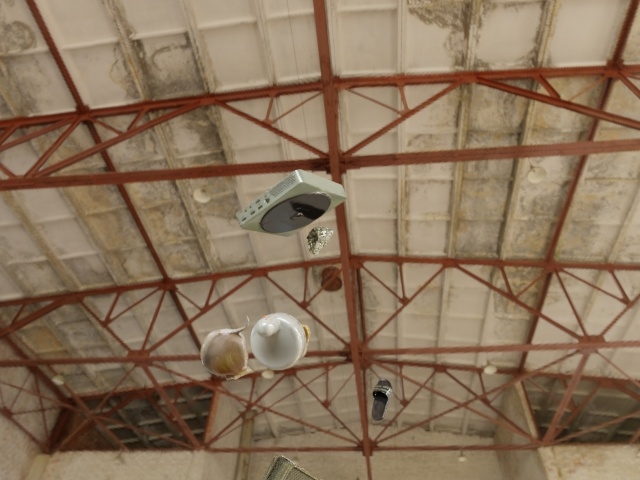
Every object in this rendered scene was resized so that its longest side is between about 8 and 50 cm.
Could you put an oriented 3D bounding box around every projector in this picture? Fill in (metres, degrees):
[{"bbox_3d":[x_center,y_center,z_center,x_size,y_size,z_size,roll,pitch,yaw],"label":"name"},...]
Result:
[{"bbox_3d":[-0.085,-0.110,1.435,0.257,0.079,0.259,-33,-21,25],"label":"projector"}]

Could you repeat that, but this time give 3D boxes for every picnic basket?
[{"bbox_3d":[-0.086,0.925,1.738,0.267,0.165,0.139,40,-22,-19],"label":"picnic basket"}]

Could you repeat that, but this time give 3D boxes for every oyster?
[{"bbox_3d":[0.000,0.000,1.522,0.037,0.100,0.098,1,-13,45],"label":"oyster"}]

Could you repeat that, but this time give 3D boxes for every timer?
[{"bbox_3d":[-0.180,0.410,1.922,0.234,0.240,0.233,0,-89,19],"label":"timer"}]

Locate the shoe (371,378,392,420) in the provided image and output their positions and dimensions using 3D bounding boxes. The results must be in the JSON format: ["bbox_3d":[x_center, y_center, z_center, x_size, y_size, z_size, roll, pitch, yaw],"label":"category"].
[{"bbox_3d":[0.230,0.601,1.819,0.071,0.179,0.049,-13,-56,30],"label":"shoe"}]

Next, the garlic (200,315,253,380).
[{"bbox_3d":[-0.304,0.331,1.487,0.149,0.128,0.266,-20,-39,-28],"label":"garlic"}]

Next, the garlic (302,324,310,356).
[{"bbox_3d":[-0.152,0.526,2.322,0.281,0.184,0.203,-5,-20,-43],"label":"garlic"}]
